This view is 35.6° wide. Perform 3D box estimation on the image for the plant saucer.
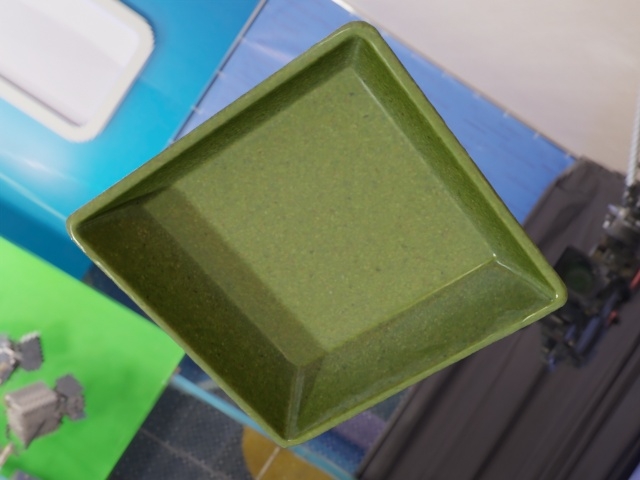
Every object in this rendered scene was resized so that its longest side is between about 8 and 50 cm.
[{"bbox_3d":[0.000,0.000,0.521,0.188,0.188,0.045,49,-158,-24],"label":"plant saucer"}]
